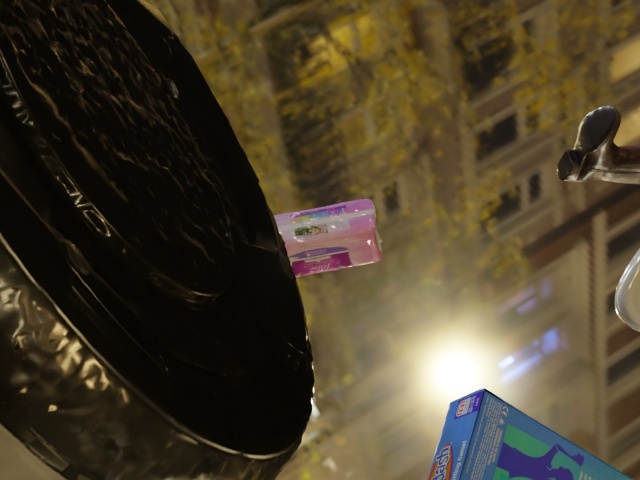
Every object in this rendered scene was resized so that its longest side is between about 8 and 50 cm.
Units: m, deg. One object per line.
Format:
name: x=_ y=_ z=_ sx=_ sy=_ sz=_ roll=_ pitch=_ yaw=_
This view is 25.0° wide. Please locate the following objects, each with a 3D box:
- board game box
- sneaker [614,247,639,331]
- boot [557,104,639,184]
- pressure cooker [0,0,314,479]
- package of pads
board game box: x=0.165 y=0.225 z=1.021 sx=0.210 sy=0.160 sz=0.047 roll=32 pitch=-33 yaw=-17
sneaker: x=0.311 y=0.012 z=1.209 sx=0.079 sy=0.217 sz=0.121 roll=48 pitch=-20 yaw=3
boot: x=0.295 y=-0.088 z=1.367 sx=0.106 sy=0.114 sz=0.037 roll=125 pitch=-38 yaw=-53
pressure cooker: x=-0.257 y=0.046 z=0.674 sx=0.375 sy=0.420 sz=0.369 roll=47 pitch=21 yaw=-45
package of pads: x=0.000 y=0.000 z=0.995 sx=0.050 sy=0.083 sz=0.032 roll=74 pitch=5 yaw=-58
